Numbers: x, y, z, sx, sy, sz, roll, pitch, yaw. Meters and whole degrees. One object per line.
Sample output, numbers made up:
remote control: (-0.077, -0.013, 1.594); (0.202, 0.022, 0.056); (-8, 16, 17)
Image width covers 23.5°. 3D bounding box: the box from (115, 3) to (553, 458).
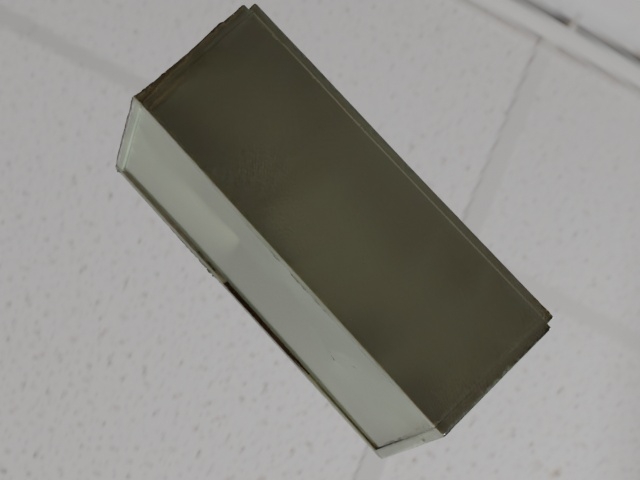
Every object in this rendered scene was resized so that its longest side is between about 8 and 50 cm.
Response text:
box: (0.000, 0.000, 0.816); (0.086, 0.129, 0.225); (-43, -91, -18)
